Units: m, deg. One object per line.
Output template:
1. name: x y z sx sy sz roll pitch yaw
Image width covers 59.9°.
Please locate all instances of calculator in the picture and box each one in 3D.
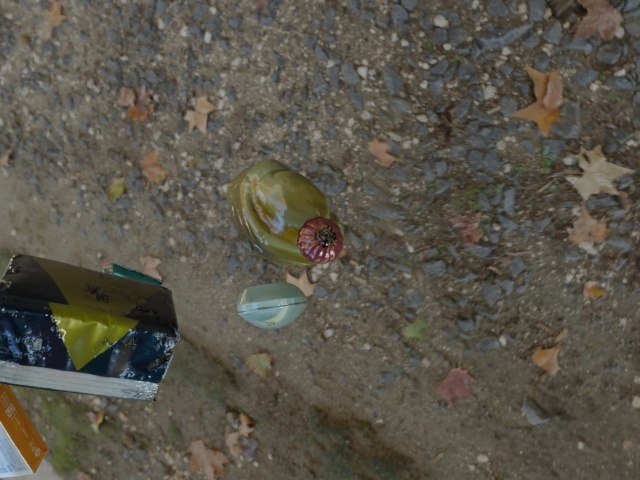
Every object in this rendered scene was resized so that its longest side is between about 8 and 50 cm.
1. calculator: -0.712 0.190 1.914 0.274 0.248 0.058 -29 58 15

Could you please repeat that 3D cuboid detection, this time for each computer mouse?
1. computer mouse: -0.113 0.171 1.367 0.159 0.288 0.097 -11 75 2

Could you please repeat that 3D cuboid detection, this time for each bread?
1. bread: -0.103 -0.051 1.421 0.300 0.210 0.341 48 165 -18

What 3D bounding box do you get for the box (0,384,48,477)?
1. box: -0.882 0.503 1.458 0.220 0.091 0.274 -7 117 8

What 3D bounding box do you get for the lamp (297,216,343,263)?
1. lamp: 0.000 0.000 1.248 0.108 0.107 0.092 67 160 8

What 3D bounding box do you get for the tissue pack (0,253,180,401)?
1. tissue pack: -0.580 0.220 1.364 0.253 0.416 0.264 -66 25 14
